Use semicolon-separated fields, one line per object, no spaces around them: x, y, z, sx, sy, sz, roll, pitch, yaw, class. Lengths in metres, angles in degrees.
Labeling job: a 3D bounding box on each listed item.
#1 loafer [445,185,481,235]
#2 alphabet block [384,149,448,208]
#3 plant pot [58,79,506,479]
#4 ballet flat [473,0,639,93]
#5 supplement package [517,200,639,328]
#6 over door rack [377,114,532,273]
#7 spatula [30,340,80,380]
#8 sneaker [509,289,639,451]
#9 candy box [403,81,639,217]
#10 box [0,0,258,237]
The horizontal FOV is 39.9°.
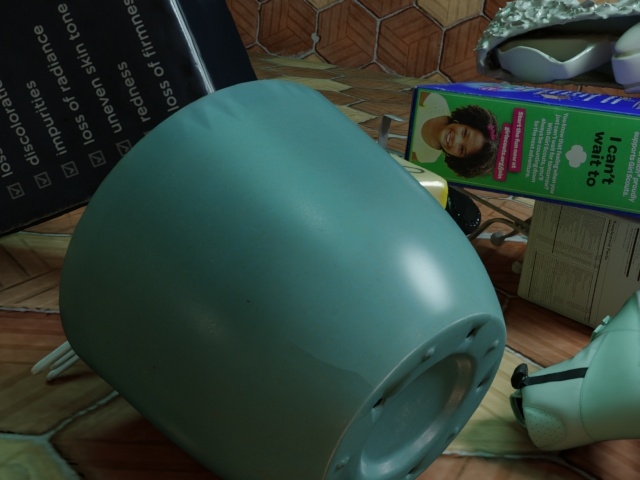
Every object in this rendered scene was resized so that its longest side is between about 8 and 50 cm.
0.199;-0.058;1.437;0.080;0.078;0.220;34;22;-19;loafer
0.000;0.000;0.976;0.197;0.193;0.192;-2;21;-25;alphabet block
-0.006;0.062;0.668;0.293;0.292;0.235;-13;42;-45;plant pot
0.374;-0.237;1.137;0.147;0.146;0.409;-11;16;-43;ballet flat
0.397;0.022;1.108;0.194;0.149;0.203;-11;25;-40;supplement package
0.256;-0.063;1.325;0.240;0.108;0.324;-5;41;-45;over door rack
-0.146;0.048;0.784;0.242;0.019;0.168;-39;-1;-17;spatula
0.253;0.116;0.829;0.151;0.094;0.256;-17;4;22;sneaker
0.298;-0.121;1.080;0.317;0.122;0.268;10;15;24;candy box
-0.369;-0.253;0.914;0.472;0.479;0.297;-20;14;8;box
